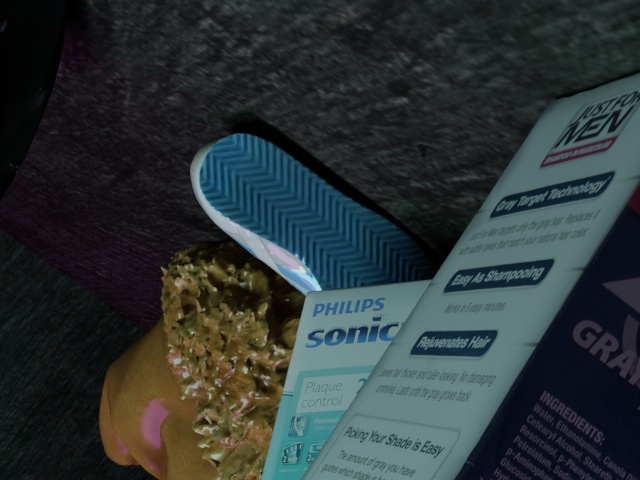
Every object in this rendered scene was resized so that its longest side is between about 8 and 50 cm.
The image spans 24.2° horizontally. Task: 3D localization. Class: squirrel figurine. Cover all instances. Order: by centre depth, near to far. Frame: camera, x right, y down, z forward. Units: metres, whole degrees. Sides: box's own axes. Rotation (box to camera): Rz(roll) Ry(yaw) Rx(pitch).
[{"bbox_3d":[-0.039,0.210,1.323,0.397,0.281,0.370,98,162,-49],"label":"squirrel figurine"}]

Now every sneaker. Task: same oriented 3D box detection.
[{"bbox_3d":[0.000,0.000,1.123,0.229,0.087,0.092,43,175,-14],"label":"sneaker"}]

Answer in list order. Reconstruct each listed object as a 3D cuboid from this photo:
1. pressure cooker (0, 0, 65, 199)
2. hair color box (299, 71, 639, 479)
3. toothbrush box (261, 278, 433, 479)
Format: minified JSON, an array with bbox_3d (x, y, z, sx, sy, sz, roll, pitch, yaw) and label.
[{"bbox_3d":[-0.432,-0.146,1.002,0.420,0.375,0.370,32,128,8],"label":"pressure cooker"},{"bbox_3d":[0.083,0.091,0.635,0.105,0.347,0.174,37,167,-12],"label":"hair color box"},{"bbox_3d":[0.079,0.177,0.955,0.216,0.295,0.126,-6,144,33],"label":"toothbrush box"}]
